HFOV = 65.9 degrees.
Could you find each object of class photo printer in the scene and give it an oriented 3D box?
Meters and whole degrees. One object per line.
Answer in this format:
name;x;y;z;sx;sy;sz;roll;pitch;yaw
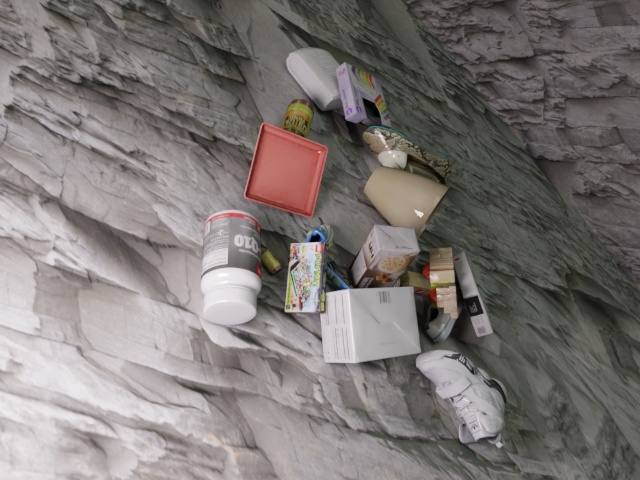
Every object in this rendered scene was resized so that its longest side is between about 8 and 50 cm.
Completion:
photo printer;0.007;-0.725;2.184;0.308;0.107;0.256;52;42;8

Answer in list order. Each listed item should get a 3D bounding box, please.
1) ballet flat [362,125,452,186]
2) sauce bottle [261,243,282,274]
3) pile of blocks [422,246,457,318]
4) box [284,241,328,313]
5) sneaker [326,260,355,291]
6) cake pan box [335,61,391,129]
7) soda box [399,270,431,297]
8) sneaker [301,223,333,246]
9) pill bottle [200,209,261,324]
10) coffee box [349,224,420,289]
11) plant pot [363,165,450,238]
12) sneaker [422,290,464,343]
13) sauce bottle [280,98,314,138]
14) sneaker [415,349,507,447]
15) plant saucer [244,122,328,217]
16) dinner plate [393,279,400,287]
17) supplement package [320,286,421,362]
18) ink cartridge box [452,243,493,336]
ballet flat;0.391;-0.338;2.158;0.482;0.164;0.182;18;64;-28
sauce bottle;-0.167;0.045;1.501;0.128;0.042;0.042;53;43;6
pile of blocks;0.419;0.148;1.751;0.362;0.112;0.149;-69;151;-59
box;-0.039;0.109;1.452;0.036;0.113;0.207;37;53;-61
sneaker;0.083;0.139;1.601;0.188;0.067;0.078;47;49;7
cake pan box;0.187;-0.606;2.130;0.245;0.070;0.267;8;66;-42
soda box;0.376;0.165;1.812;0.181;0.058;0.061;14;51;-30
sneaker;0.000;0.000;1.602;0.091;0.126;0.240;41;43;-3
pill bottle;-0.240;0.071;1.338;0.161;0.161;0.284;15;50;-28
coffee box;0.200;0.063;1.600;0.141;0.247;0.098;5;53;-17
plant pot;0.315;-0.167;1.915;0.273;0.257;0.256;34;41;13
sneaker;0.440;0.251;1.767;0.091;0.094;0.258;44;42;-4
sauce bottle;-0.103;-0.379;1.826;0.111;0.111;0.345;26;52;-19
sneaker;0.452;0.498;1.550;0.365;0.137;0.210;32;41;-18
plant saucer;-0.119;-0.233;1.674;0.258;0.047;0.259;16;85;-28
dinner plate;0.224;0.123;1.758;0.141;0.017;0.141;19;49;-24
supplement package;0.147;0.246;1.468;0.261;0.145;0.204;2;78;-37
ink cartridge box;0.557;0.174;1.842;0.371;0.069;0.176;-74;142;-61
